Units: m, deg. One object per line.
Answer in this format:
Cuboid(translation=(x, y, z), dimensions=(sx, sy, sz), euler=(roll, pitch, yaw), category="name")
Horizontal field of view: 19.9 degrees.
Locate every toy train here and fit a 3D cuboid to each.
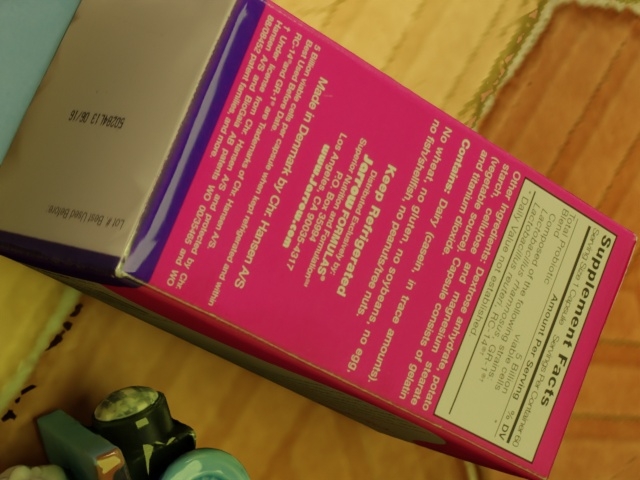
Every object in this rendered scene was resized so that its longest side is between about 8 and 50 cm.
Cuboid(translation=(-0.071, 0.149, 0.691), dimensions=(0.105, 0.080, 0.184), euler=(-23, 110, -26), category="toy train")

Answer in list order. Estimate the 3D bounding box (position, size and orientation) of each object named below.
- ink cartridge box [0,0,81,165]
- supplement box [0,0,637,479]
Cuboid(translation=(-0.197, -0.134, 0.513), dimensions=(0.270, 0.151, 0.395), euler=(31, 77, -36), category="ink cartridge box")
Cuboid(translation=(0.000, 0.000, 0.698), dimensions=(0.220, 0.111, 0.114), euler=(30, 78, -36), category="supplement box")
